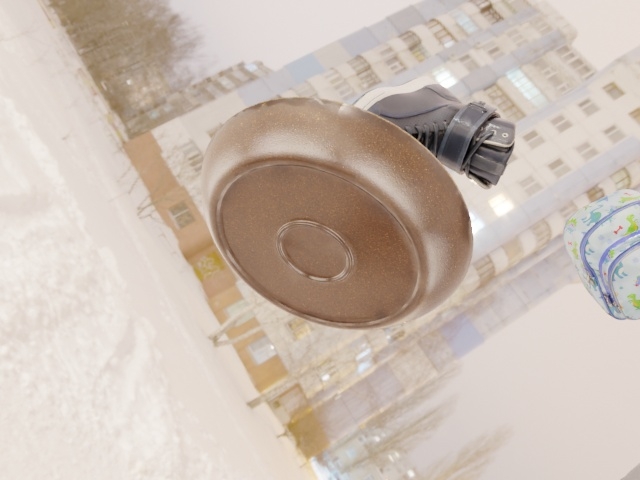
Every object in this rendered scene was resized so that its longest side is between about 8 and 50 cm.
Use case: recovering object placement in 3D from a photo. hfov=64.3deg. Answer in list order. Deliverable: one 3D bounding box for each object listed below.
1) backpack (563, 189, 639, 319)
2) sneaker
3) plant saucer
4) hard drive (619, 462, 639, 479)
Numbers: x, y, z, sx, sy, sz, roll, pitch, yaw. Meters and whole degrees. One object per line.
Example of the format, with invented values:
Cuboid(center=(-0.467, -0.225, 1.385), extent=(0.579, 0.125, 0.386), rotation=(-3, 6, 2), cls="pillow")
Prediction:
Cuboid(center=(0.310, 0.013, 0.504), extent=(0.114, 0.105, 0.084), rotation=(54, 14, -14), cls="backpack")
Cuboid(center=(0.127, -0.110, 0.590), extent=(0.163, 0.226, 0.086), rotation=(40, -37, 22), cls="sneaker")
Cuboid(center=(0.000, 0.000, 0.545), extent=(0.311, 0.050, 0.310), rotation=(15, -43, 15), cls="plant saucer")
Cuboid(center=(0.250, 0.226, 0.308), extent=(0.172, 0.254, 0.054), rotation=(47, 12, 36), cls="hard drive")
